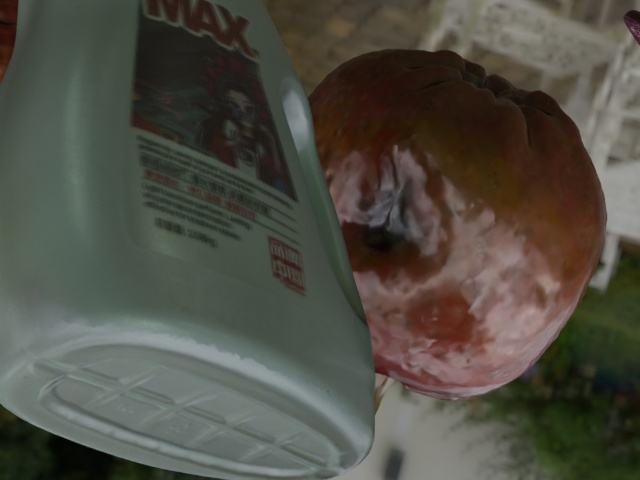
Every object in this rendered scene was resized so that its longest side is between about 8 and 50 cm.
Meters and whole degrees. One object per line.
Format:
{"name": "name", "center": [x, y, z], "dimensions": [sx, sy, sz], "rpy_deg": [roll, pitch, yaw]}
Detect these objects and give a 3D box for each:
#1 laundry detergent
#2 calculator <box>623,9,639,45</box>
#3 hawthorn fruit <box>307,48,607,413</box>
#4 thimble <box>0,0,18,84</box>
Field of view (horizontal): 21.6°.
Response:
{"name": "laundry detergent", "center": [-0.085, -0.070, 0.973], "dimensions": [0.124, 0.398, 0.264], "rpy_deg": [-31, 141, 32]}
{"name": "calculator", "center": [0.393, -0.170, 1.679], "dimensions": [0.190, 0.034, 0.126], "rpy_deg": [38, 180, 43]}
{"name": "hawthorn fruit", "center": [0.083, -0.013, 1.240], "dimensions": [0.258, 0.258, 0.262], "rpy_deg": [16, 132, -3]}
{"name": "thimble", "center": [-0.270, -0.075, 1.372], "dimensions": [0.350, 0.350, 0.230], "rpy_deg": [14, -146, 19]}
